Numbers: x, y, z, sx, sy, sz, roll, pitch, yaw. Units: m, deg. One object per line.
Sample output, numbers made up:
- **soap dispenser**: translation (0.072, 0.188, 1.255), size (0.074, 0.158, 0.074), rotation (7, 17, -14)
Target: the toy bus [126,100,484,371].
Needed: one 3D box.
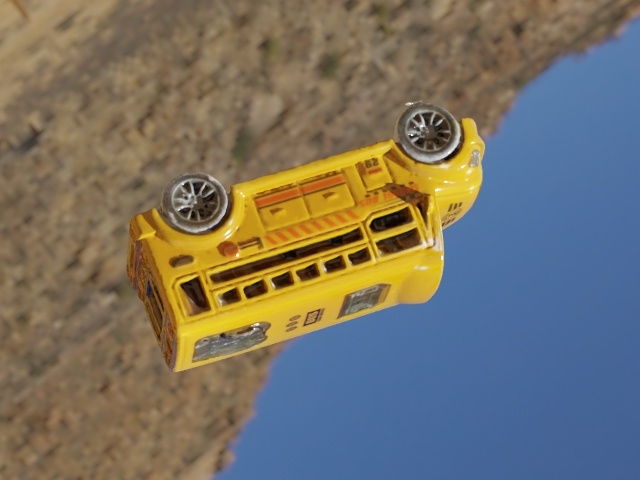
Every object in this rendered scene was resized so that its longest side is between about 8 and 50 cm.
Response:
- **toy bus**: translation (0.000, 0.000, 0.790), size (0.162, 0.074, 0.069), rotation (-17, 159, -14)
